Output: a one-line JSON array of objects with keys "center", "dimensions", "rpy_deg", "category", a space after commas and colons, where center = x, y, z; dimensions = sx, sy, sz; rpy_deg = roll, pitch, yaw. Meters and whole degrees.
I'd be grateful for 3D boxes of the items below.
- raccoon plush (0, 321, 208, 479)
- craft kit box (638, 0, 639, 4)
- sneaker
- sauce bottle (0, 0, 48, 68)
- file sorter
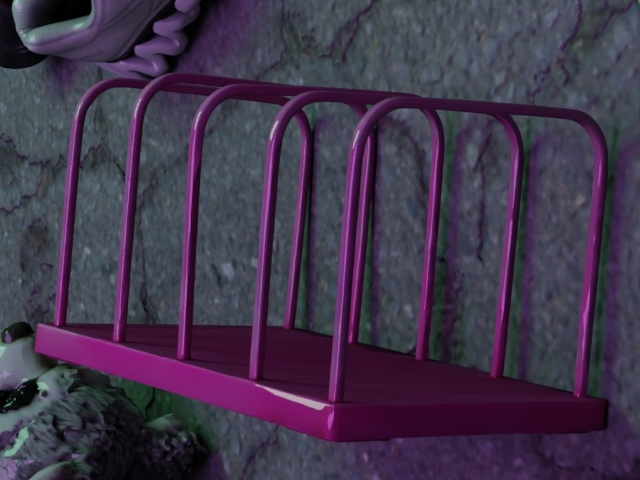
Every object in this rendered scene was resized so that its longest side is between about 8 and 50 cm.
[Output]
[{"center": [-0.212, 0.265, 1.432], "dimensions": [0.299, 0.216, 0.446], "rpy_deg": [7, 127, 37], "category": "raccoon plush"}, {"center": [0.278, -0.086, 0.855], "dimensions": [0.247, 0.061, 0.249], "rpy_deg": [-36, 64, 43], "category": "craft kit box"}, {"center": [-0.112, -0.217, 1.281], "dimensions": [0.292, 0.118, 0.110], "rpy_deg": [-49, 53, 38], "category": "sneaker"}, {"center": [-0.220, -0.251, 1.344], "dimensions": [0.344, 0.111, 0.111], "rpy_deg": [111, 141, -57], "category": "sauce bottle"}, {"center": [0.000, 0.000, 1.086], "dimensions": [0.291, 0.202, 0.182], "rpy_deg": [10, 96, 50], "category": "file sorter"}]
